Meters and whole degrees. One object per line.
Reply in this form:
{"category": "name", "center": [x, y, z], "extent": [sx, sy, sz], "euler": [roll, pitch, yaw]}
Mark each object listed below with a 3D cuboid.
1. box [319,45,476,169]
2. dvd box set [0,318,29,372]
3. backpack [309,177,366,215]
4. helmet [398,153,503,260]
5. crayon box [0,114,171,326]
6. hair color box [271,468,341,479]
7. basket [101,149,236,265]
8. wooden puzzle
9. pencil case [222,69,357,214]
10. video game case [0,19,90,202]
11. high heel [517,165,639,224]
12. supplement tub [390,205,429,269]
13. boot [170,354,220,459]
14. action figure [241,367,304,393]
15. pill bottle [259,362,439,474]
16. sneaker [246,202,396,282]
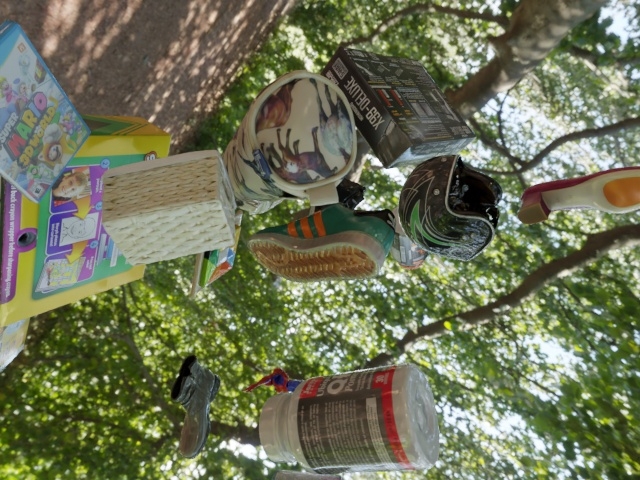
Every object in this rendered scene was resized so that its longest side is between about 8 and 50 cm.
{"category": "box", "center": [0.177, -0.281, 0.874], "extent": [0.307, 0.243, 0.076], "euler": [-20, 163, -46]}
{"category": "dvd box set", "center": [-0.741, 0.164, 0.905], "extent": [0.308, 0.062, 0.421], "euler": [-94, -152, -68]}
{"category": "backpack", "center": [0.039, -0.096, 1.229], "extent": [0.115, 0.151, 0.182], "euler": [119, -8, -79]}
{"category": "helmet", "center": [0.212, -0.058, 0.701], "extent": [0.170, 0.161, 0.169], "euler": [-59, 179, -2]}
{"category": "crayon box", "center": [-0.473, -0.054, 0.802], "extent": [0.313, 0.106, 0.363], "euler": [-27, 143, -60]}
{"category": "hair color box", "center": [-0.043, 0.740, 0.956], "extent": [0.105, 0.173, 0.348], "euler": [75, 19, -81]}
{"category": "basket", "center": [-0.209, -0.043, 0.585], "extent": [0.113, 0.167, 0.103], "euler": [84, -7, -52]}
{"category": "wooden puzzle", "center": [-0.308, 0.040, 1.256], "extent": [0.239, 0.044, 0.221], "euler": [-52, 162, -61]}
{"category": "pencil case", "center": [-0.084, -0.138, 0.738], "extent": [0.410, 0.159, 0.184], "euler": [179, -90, -70]}
{"category": "video game case", "center": [-0.325, -0.131, 0.454], "extent": [0.166, 0.015, 0.119], "euler": [99, 11, -65]}
{"category": "high heel", "center": [0.486, -0.094, 0.744], "extent": [0.244, 0.082, 0.117], "euler": [-24, -165, 46]}
{"category": "supplement tub", "center": [0.254, -0.005, 1.178], "extent": [0.117, 0.116, 0.191], "euler": [-57, 150, -24]}
{"category": "boot", "center": [-0.370, 0.460, 1.149], "extent": [0.083, 0.161, 0.247], "euler": [-6, -128, 18]}
{"category": "action figure", "center": [-0.086, 0.397, 1.044], "extent": [0.139, 0.092, 0.280], "euler": [-28, -166, -37]}
{"category": "pill bottle", "center": [0.047, 0.345, 0.788], "extent": [0.318, 0.177, 0.176], "euler": [-18, -154, 25]}
{"category": "sneaker", "center": [0.000, 0.000, 0.736], "extent": [0.301, 0.108, 0.121], "euler": [1, -140, 39]}
